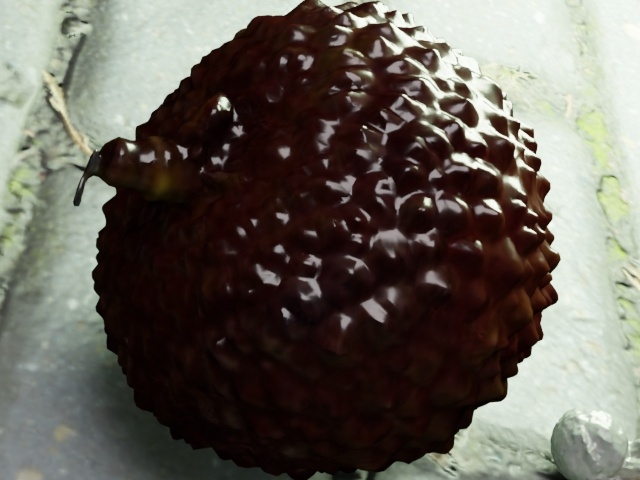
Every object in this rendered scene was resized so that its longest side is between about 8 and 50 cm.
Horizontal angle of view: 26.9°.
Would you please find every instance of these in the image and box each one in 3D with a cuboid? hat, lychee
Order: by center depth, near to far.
[{"bbox_3d":[0.000,0.000,0.728,0.300,0.264,0.264,21,36,-45],"label":"lychee"},{"bbox_3d":[0.219,0.158,0.835,0.162,0.093,0.112,20,29,18],"label":"hat"}]
